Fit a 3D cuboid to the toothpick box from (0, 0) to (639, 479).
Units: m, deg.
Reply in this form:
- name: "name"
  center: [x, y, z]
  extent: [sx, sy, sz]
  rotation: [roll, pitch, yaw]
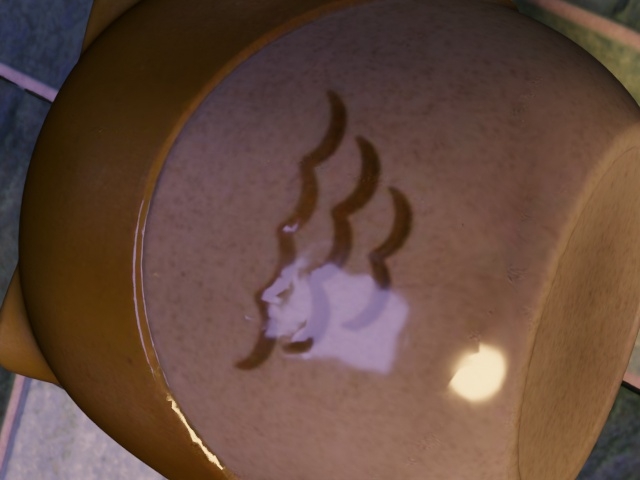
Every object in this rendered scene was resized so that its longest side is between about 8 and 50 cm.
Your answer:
- name: "toothpick box"
  center: [0.000, 0.000, 1.419]
  extent: [0.425, 0.409, 0.409]
  rotation: [17, 111, 22]
